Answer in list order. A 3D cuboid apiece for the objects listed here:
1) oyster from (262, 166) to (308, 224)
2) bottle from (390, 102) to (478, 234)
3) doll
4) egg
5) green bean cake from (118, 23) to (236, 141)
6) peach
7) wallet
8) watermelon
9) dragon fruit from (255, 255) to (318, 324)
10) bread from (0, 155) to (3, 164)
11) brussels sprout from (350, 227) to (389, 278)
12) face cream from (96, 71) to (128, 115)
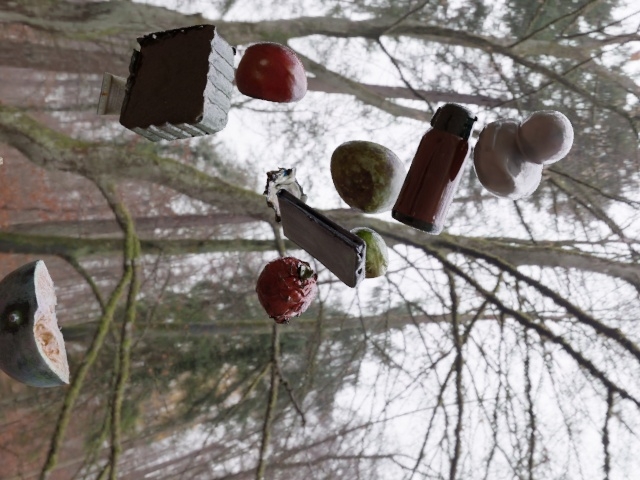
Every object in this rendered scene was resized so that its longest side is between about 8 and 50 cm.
[{"bbox_3d":[-0.110,-0.140,1.792,0.092,0.198,0.259,-9,-130,24],"label":"oyster"},{"bbox_3d":[0.308,-0.192,1.541,0.144,0.144,0.335,29,-78,46],"label":"bottle"},{"bbox_3d":[0.505,-0.218,1.439,0.221,0.251,0.221,30,-27,17],"label":"doll"},{"bbox_3d":[0.155,-0.220,1.991,0.289,0.238,0.238,38,-50,13],"label":"egg"},{"bbox_3d":[-0.237,-0.260,0.997,0.173,0.094,0.181,-2,-105,23],"label":"green bean cake"},{"bbox_3d":[-0.176,-0.634,2.253,0.275,0.248,0.245,23,-35,0],"label":"peach"},{"bbox_3d":[0.002,-0.002,1.199,0.222,0.036,0.167,36,-23,22],"label":"wallet"},{"bbox_3d":[-0.747,0.216,1.434,0.175,0.188,0.321,110,-38,-75],"label":"watermelon"},{"bbox_3d":[-0.099,0.133,1.674,0.172,0.172,0.209,46,-64,36],"label":"dragon fruit"},{"bbox_3d":[-0.769,-0.198,1.293,0.054,0.136,0.154,-52,-160,47],"label":"bread"},{"bbox_3d":[0.161,0.040,2.002,0.180,0.144,0.161,70,-15,-15],"label":"brussels sprout"},{"bbox_3d":[-0.512,-0.428,1.840,0.084,0.342,0.137,57,-47,44],"label":"face cream"}]
